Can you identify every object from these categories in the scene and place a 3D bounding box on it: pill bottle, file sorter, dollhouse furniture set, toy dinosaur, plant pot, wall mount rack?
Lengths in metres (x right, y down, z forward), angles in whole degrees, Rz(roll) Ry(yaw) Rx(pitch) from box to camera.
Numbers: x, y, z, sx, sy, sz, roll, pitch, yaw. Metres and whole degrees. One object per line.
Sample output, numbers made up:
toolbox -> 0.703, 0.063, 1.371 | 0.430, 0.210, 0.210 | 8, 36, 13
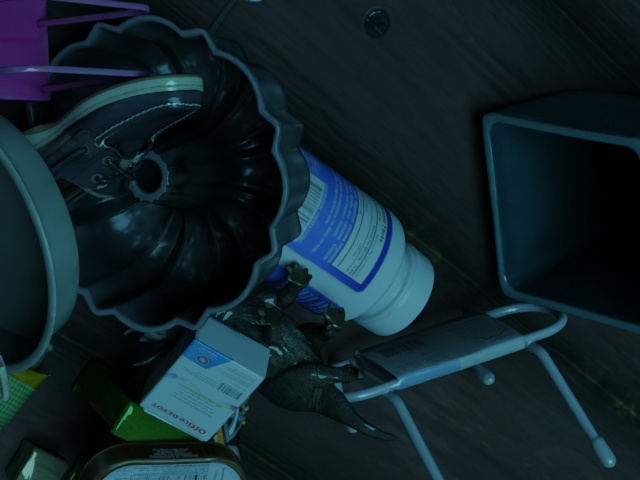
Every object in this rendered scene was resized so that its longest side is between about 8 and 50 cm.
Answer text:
pill bottle -> 0.000, 0.000, 1.930 | 0.272, 0.152, 0.152 | 35, 89, -32
file sorter -> -0.281, -0.286, 1.588 | 0.202, 0.182, 0.290 | -4, 91, -56
dollhouse furniture set -> -0.327, 0.211, 1.833 | 0.301, 0.151, 0.197 | 31, 91, -31
toy dinosaur -> -0.043, 0.125, 1.875 | 0.313, 0.160, 0.121 | 32, 50, -21
plant pot -> 0.381, -0.064, 2.061 | 0.252, 0.247, 0.247 | -26, 118, -37
wall mount rack -> 0.172, 0.192, 1.992 | 0.350, 0.304, 0.130 | -17, 111, -21

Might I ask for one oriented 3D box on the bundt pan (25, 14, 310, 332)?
bundt pan -> -0.151, -0.074, 1.762 | 0.124, 0.331, 0.330 | -17, 120, -62

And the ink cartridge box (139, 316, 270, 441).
ink cartridge box -> -0.125, 0.148, 1.796 | 0.088, 0.052, 0.122 | 31, 124, -15

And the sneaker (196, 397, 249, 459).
sneaker -> -0.114, 0.172, 1.971 | 0.083, 0.084, 0.214 | -18, 113, -26

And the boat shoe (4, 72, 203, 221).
boat shoe -> -0.221, -0.086, 1.664 | 0.103, 0.285, 0.092 | 1, 72, -55

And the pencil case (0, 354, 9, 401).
pencil case -> -0.442, 0.079, 1.581 | 0.183, 0.410, 0.160 | -34, 127, -19

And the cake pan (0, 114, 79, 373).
cake pan -> -0.344, -0.009, 1.689 | 0.054, 0.293, 0.293 | -26, 119, -41

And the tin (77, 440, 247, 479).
tin -> -0.171, 0.273, 1.830 | 0.190, 0.040, 0.106 | 1, 120, -22
